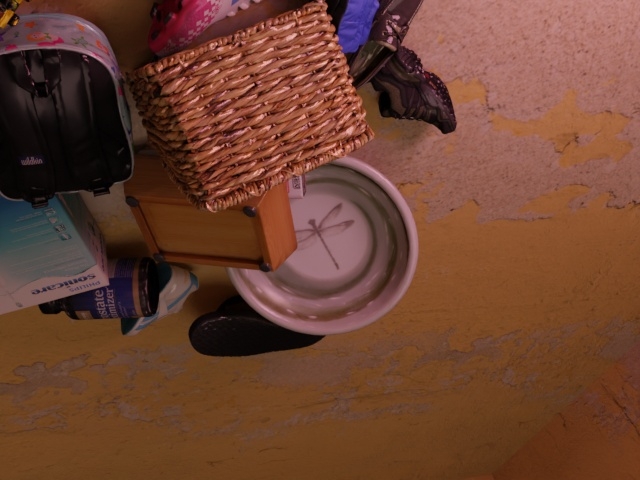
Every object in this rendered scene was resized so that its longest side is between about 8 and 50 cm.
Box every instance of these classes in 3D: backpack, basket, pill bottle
[{"bbox_3d":[-0.392,-0.202,0.996,0.225,0.191,0.253,-11,143,-13],"label":"backpack"},{"bbox_3d":[-0.112,-0.197,1.036,0.299,0.213,0.223,-28,108,-18],"label":"basket"},{"bbox_3d":[-0.443,0.097,1.379,0.219,0.123,0.123,-3,141,-1],"label":"pill bottle"},{"bbox_3d":[0.036,-0.368,1.071,0.101,0.098,0.120,-19,139,-38],"label":"backpack"}]

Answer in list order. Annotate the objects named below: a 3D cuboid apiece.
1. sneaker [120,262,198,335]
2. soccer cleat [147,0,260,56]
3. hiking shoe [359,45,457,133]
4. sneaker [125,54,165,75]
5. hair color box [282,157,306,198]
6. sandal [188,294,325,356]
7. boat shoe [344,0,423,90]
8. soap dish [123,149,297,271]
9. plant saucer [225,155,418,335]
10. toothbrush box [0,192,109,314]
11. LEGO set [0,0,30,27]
[{"bbox_3d":[-0.362,0.143,1.517,0.092,0.087,0.228,21,129,-43],"label":"sneaker"},{"bbox_3d":[-0.114,-0.370,0.976,0.143,0.116,0.331,25,123,-37],"label":"soccer cleat"},{"bbox_3d":[0.168,-0.264,1.279,0.114,0.086,0.227,-25,138,28],"label":"hiking shoe"},{"bbox_3d":[-0.275,-0.270,1.091,0.069,0.038,0.098,-3,139,-22],"label":"sneaker"},{"bbox_3d":[-0.101,-0.117,1.297,0.141,0.043,0.072,0,115,8],"label":"hair color box"},{"bbox_3d":[-0.155,0.203,1.687,0.446,0.107,0.167,9,134,-50],"label":"sandal"},{"bbox_3d":[0.107,-0.341,1.148,0.080,0.073,0.223,16,130,-37],"label":"boat shoe"},{"bbox_3d":[-0.200,-0.050,1.246,0.291,0.118,0.229,5,142,10],"label":"soap dish"},{"bbox_3d":[0.000,0.000,1.411,0.400,0.100,0.400,3,112,7],"label":"plant saucer"},{"bbox_3d":[-0.528,-0.019,1.210,0.216,0.126,0.295,-16,141,-4],"label":"toothbrush box"},{"bbox_3d":[-0.454,-0.348,0.673,0.255,0.192,0.331,-40,105,13],"label":"LEGO set"}]
